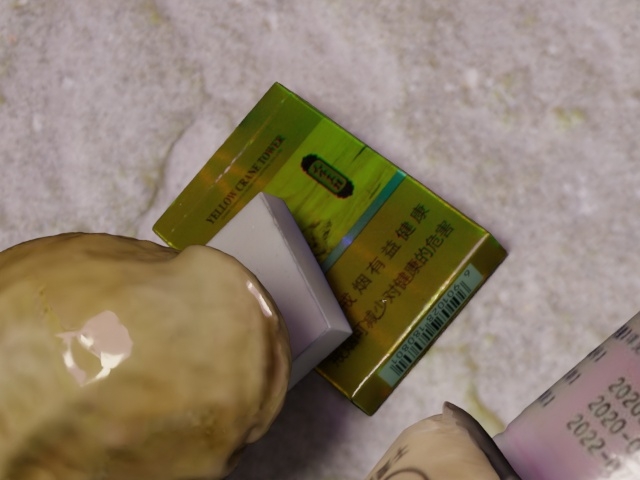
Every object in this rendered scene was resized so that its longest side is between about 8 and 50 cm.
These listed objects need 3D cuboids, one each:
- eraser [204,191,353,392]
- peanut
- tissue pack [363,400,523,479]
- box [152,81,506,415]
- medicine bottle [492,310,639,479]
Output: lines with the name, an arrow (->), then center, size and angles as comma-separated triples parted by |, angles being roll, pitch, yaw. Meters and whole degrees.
eraser -> -0.058, 0.057, 1.032 | 0.150, 0.023, 0.104 | -43, 55, 22
peanut -> -0.167, 0.094, 0.995 | 0.340, 0.158, 0.174 | -38, 32, 22
tissue pack -> 0.056, 0.302, 0.670 | 0.376, 0.195, 0.390 | -69, 25, 17
box -> 0.000, 0.000, 1.056 | 0.121, 0.030, 0.193 | -49, 52, -3
medicine bottle -> 0.212, 0.075, 0.825 | 0.254, 0.152, 0.152 | -40, 53, 3
